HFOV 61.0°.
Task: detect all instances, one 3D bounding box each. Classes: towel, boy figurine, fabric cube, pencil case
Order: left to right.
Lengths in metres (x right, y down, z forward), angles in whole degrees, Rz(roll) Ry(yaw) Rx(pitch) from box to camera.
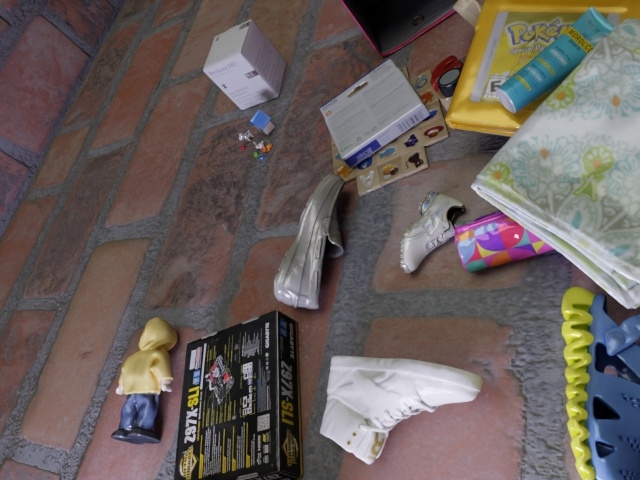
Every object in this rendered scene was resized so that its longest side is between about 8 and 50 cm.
[{"bbox_3d":[-0.409,0.322,1.270,0.177,0.092,0.285,-18,51,28],"label":"boy figurine"},{"bbox_3d":[0.176,-0.684,1.377,0.254,0.259,0.258,-29,46,20],"label":"fabric cube"},{"bbox_3d":[0.344,-0.023,0.917,0.236,0.104,0.104,-23,50,25],"label":"pencil case"},{"bbox_3d":[0.450,-0.128,0.772,0.374,0.090,0.320,-47,52,5],"label":"towel"}]

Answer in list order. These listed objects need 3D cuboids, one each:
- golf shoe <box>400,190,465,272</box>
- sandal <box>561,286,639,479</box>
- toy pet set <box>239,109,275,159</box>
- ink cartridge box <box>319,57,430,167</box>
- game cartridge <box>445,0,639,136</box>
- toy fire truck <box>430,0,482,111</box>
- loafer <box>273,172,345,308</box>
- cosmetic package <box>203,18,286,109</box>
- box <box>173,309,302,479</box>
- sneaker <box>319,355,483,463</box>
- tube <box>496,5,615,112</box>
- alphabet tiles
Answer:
[{"bbox_3d":[0.214,-0.013,1.036,0.086,0.069,0.176,17,74,37],"label":"golf shoe"},{"bbox_3d":[0.399,0.203,0.712,0.138,0.126,0.317,-7,59,30],"label":"sandal"},{"bbox_3d":[-0.182,-0.303,1.531,0.122,0.065,0.114,31,83,45],"label":"toy pet set"},{"bbox_3d":[0.122,-0.308,1.299,0.223,0.045,0.224,-32,46,15],"label":"ink cartridge box"},{"bbox_3d":[0.404,-0.336,0.965,0.285,0.053,0.323,16,85,31],"label":"game cartridge"},{"bbox_3d":[0.329,-0.399,1.159,0.217,0.158,0.246,-31,36,19],"label":"toy fire truck"},{"bbox_3d":[0.000,0.000,1.175,0.112,0.112,0.319,19,69,6],"label":"loafer"},{"bbox_3d":[-0.221,-0.521,1.622,0.151,0.184,0.151,-11,56,33],"label":"cosmetic package"},{"bbox_3d":[-0.165,0.326,1.090,0.257,0.079,0.321,-25,49,25],"label":"box"},{"bbox_3d":[0.122,0.283,0.887,0.293,0.108,0.169,-10,57,44],"label":"sneaker"},{"bbox_3d":[0.395,-0.298,0.910,0.207,0.052,0.080,-38,76,7],"label":"tube"},{"bbox_3d":[0.151,-0.268,1.291,0.285,0.011,0.342,-22,50,24],"label":"alphabet tiles"}]
